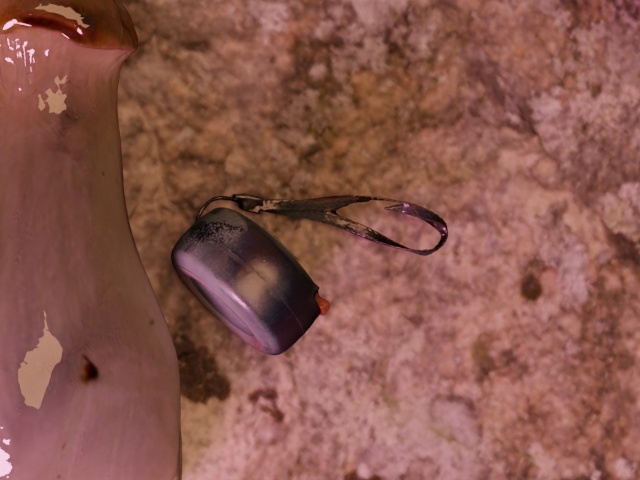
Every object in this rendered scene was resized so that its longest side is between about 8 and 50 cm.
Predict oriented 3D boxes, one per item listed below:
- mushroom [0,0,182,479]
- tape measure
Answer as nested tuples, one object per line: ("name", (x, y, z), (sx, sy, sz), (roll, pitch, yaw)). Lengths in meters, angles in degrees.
("mushroom", (-0.157, 0.009, 0.974), (0.159, 0.122, 0.329), (2, 87, -56))
("tape measure", (-0.002, -0.004, 1.021), (0.179, 0.107, 0.104), (-30, 94, -16))
